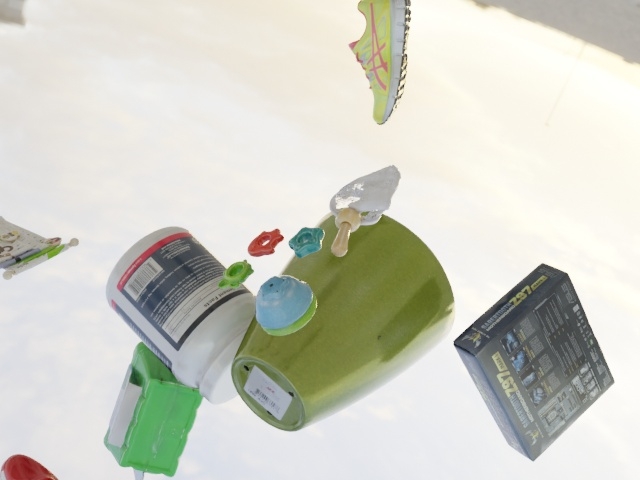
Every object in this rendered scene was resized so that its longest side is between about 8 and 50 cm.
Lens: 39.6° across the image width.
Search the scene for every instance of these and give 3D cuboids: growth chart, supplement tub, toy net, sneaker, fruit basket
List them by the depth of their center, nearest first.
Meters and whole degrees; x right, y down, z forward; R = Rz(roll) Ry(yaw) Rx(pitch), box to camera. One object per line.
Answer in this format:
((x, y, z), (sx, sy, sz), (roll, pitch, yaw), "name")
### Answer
((0.000, 0.000, 0.990), (0.122, 0.232, 0.045), (29, 156, 50), "toy net")
((-0.404, 0.404, 1.398), (0.221, 0.128, 0.087), (45, -140, 4), "sneaker")
((0.090, -0.288, 1.408), (0.094, 0.208, 0.081), (6, -162, 10), "sneaker")
((-0.544, 0.005, 1.465), (0.237, 0.021, 0.172), (18, -147, 24), "growth chart")
((-0.212, 0.124, 1.501), (0.272, 0.191, 0.191), (42, -151, 20), "supplement tub")
((-0.335, 0.288, 1.747), (0.165, 0.327, 0.353), (16, -166, -24), "fruit basket")

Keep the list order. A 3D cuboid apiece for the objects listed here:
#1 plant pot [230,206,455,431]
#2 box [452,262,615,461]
((0.012, 0.141, 1.330), (0.275, 0.275, 0.293), (31, -132, 20), "plant pot")
((0.312, 0.177, 1.278), (0.059, 0.183, 0.232), (26, 153, 58), "box")
